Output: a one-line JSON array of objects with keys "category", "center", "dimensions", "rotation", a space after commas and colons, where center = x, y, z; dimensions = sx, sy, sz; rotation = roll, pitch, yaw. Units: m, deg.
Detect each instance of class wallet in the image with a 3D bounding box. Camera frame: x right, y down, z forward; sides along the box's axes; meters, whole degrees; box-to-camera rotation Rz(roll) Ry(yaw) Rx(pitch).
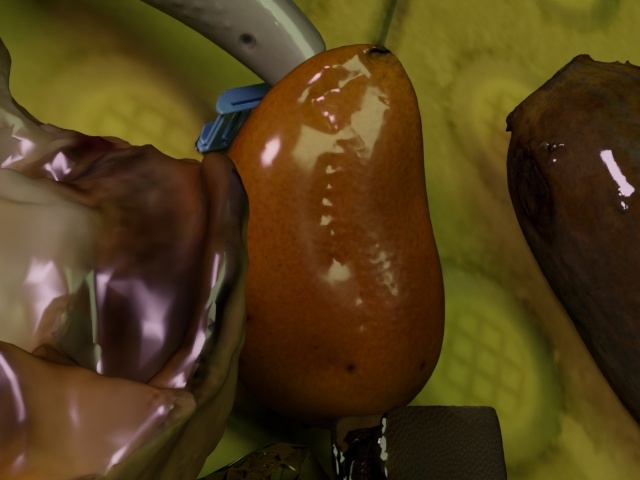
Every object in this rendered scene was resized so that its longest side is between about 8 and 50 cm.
[{"category": "wallet", "center": [0.053, 0.165, 0.558], "dimensions": [0.110, 0.031, 0.198], "rotation": [11, 69, -55]}]

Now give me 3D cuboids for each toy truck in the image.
[{"category": "toy truck", "center": [-0.009, -0.046, 0.668], "dimensions": [0.090, 0.056, 0.073], "rotation": [25, 46, -8]}]

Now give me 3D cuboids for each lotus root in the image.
[{"category": "lotus root", "center": [0.185, 0.011, 0.734], "dimensions": [0.124, 0.123, 0.241], "rotation": [-25, 83, -53]}]

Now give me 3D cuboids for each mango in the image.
[{"category": "mango", "center": [-0.001, 0.001, 0.599], "dimensions": [0.105, 0.084, 0.159], "rotation": [-6, 92, -23]}]

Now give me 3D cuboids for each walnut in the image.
[{"category": "walnut", "center": [-0.120, 0.032, 0.447], "dimensions": [0.204, 0.141, 0.238], "rotation": [-6, 46, -2]}]

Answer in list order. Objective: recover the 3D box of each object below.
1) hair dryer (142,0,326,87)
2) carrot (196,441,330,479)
[{"category": "hair dryer", "center": [-0.111, -0.203, 0.649], "dimensions": [0.298, 0.119, 0.296], "rotation": [22, 44, -32]}, {"category": "carrot", "center": [-0.078, 0.131, 0.494], "dimensions": [0.228, 0.069, 0.069], "rotation": [-20, 77, -44]}]
